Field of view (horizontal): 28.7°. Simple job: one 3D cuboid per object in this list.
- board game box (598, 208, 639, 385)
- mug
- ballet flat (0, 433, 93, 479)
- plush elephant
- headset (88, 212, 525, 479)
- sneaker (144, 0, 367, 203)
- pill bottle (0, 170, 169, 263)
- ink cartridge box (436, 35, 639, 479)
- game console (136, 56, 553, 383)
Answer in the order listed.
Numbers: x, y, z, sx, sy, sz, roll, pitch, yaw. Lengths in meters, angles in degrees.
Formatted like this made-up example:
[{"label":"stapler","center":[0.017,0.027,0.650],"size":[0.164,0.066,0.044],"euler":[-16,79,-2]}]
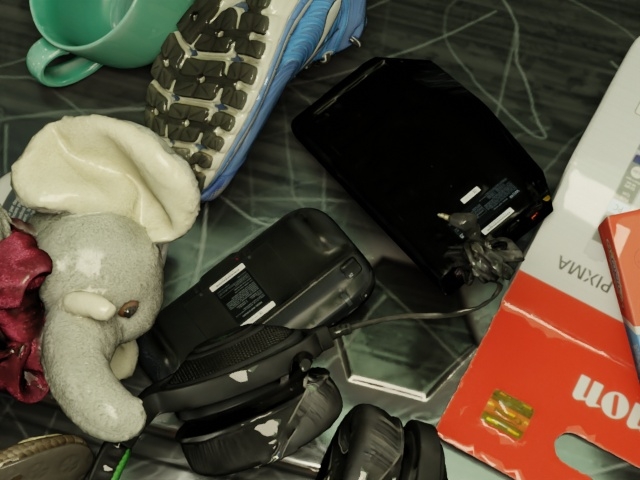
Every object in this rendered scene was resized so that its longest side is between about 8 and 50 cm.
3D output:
[{"label":"board game box","center":[0.398,0.065,0.950],"size":[0.316,0.064,0.242],"euler":[-14,81,5]},{"label":"mug","center":[-0.185,-0.213,1.098],"size":[0.157,0.097,0.129],"euler":[-17,75,29]},{"label":"ballet flat","center":[-0.295,0.205,0.955],"size":[0.250,0.084,0.058],"euler":[-27,48,-8]},{"label":"plush elephant","center":[-0.216,0.052,0.842],"size":[0.255,0.272,0.330],"euler":[4,45,-12]},{"label":"headset","center":[-0.001,0.150,0.896],"size":[0.243,0.185,0.394],"euler":[40,87,-6]},{"label":"sneaker","center":[-0.028,-0.175,1.071],"size":[0.130,0.147,0.330],"euler":[30,91,42]},{"label":"pill bottle","center":[-0.223,0.002,1.012],"size":[0.180,0.108,0.108],"euler":[19,69,5]},{"label":"ink cartridge box","center":[0.314,0.056,1.017],"size":[0.308,0.091,0.385],"euler":[28,69,9]},{"label":"game console","center":[0.000,0.000,1.040],"size":[0.361,0.044,0.213],"euler":[-38,58,-6]}]
